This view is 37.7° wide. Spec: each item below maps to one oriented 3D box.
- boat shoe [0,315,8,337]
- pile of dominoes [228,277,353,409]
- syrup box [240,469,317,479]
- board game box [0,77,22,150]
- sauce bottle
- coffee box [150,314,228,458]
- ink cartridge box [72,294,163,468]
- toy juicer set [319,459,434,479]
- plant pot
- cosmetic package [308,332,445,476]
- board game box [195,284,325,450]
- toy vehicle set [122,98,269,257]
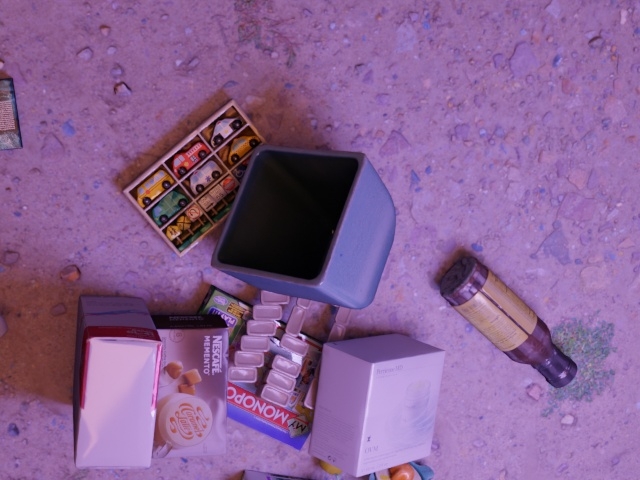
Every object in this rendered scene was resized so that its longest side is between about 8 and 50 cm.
[{"bbox_3d":[-0.741,0.177,1.632,0.367,0.136,0.157,-23,102,1],"label":"boat shoe"},{"bbox_3d":[-0.061,0.192,1.811,0.195,0.040,0.251,26,74,-18],"label":"pile of dominoes"},{"bbox_3d":[-0.047,0.538,1.888,0.236,0.093,0.096,14,97,-16],"label":"syrup box"},{"bbox_3d":[-0.623,-0.212,1.634,0.186,0.026,0.126,-7,102,-13],"label":"board game box"},{"bbox_3d":[0.392,0.178,1.926,0.344,0.111,0.111,43,88,-17],"label":"sauce bottle"},{"bbox_3d":[-0.246,0.267,1.736,0.141,0.098,0.247,0,101,-14],"label":"coffee box"},{"bbox_3d":[-0.363,0.236,1.639,0.131,0.306,0.226,4,100,-15],"label":"ink cartridge box"},{"bbox_3d":[0.160,0.510,1.875,0.328,0.209,0.090,20,122,-17],"label":"toy juicer set"},{"bbox_3d":[0.000,0.000,1.702,0.252,0.247,0.248,40,65,-51],"label":"plant pot"},{"bbox_3d":[0.112,0.311,1.818,0.224,0.138,0.225,-2,102,-46],"label":"cosmetic package"},{"bbox_3d":[-0.125,0.253,1.840,0.317,0.046,0.214,29,91,-18],"label":"board game box"},{"bbox_3d":[-0.215,-0.116,1.752,0.267,0.035,0.166,-41,107,-4],"label":"toy vehicle set"}]
